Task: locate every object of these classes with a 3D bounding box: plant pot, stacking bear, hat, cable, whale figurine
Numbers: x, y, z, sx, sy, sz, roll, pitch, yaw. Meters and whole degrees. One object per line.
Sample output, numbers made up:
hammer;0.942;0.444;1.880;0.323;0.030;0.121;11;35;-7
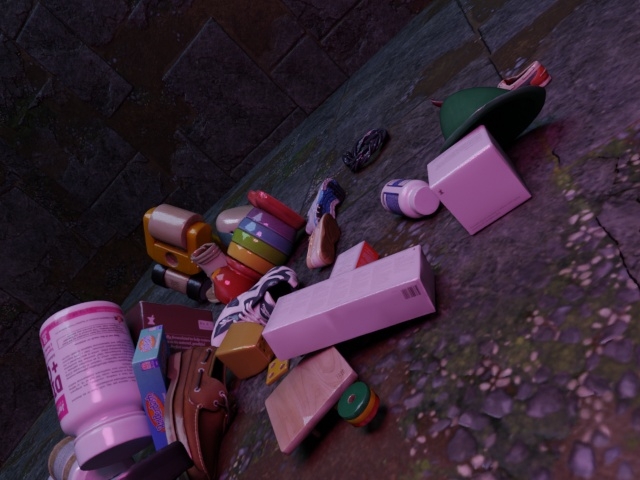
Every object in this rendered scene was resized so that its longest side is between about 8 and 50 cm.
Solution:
plant pot;-0.129;0.202;0.932;0.083;0.081;0.081;-19;30;33
stacking bear;-0.173;0.037;1.258;0.289;0.164;0.175;-60;19;-5
hat;0.222;-0.233;0.797;0.173;0.183;0.208;-12;-25;-32
cable;0.131;-0.256;1.386;0.150;0.047;0.184;-40;16;6
whale figurine;-0.215;-0.042;1.590;0.216;0.141;0.272;0;16;19

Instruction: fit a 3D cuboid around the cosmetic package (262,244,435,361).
cosmetic package;0.041;0.091;0.704;0.239;0.060;0.099;-22;21;21

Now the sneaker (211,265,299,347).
sneaker;-0.128;0.150;1.006;0.235;0.094;0.153;-39;8;-10

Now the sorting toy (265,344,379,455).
sorting toy;-0.009;0.211;0.683;0.132;0.046;0.274;-48;18;-4

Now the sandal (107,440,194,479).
sandal;-0.291;0.409;0.715;0.168;0.107;0.446;-21;-18;-39

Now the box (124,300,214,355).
box;-0.439;0.295;1.203;0.381;0.191;0.143;-37;54;31

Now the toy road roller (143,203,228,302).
toy road roller;-0.411;0.017;1.613;0.240;0.203;0.329;-47;-33;-49

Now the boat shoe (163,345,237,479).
boat shoe;-0.202;0.284;0.857;0.105;0.110;0.307;-17;33;-8

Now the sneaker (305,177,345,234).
sneaker;0.002;-0.086;1.266;0.083;0.071;0.190;-39;18;41

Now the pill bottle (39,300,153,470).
pill bottle;-0.426;0.274;0.956;0.160;0.160;0.283;-40;63;21

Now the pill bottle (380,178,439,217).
pill bottle;0.160;-0.075;0.878;0.067;0.067;0.120;-48;18;-5

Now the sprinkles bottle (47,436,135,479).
sprinkles bottle;-0.508;0.498;1.082;0.355;0.121;0.121;-22;30;52

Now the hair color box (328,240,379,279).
hair color box;0.050;0.070;0.857;0.072;0.043;0.141;-32;22;39

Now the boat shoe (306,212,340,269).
boat shoe;0.000;0.000;1.090;0.059;0.063;0.170;-30;24;27

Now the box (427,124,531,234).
box;0.222;-0.086;0.705;0.101;0.102;0.087;-37;18;26

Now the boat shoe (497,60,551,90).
boat shoe;0.358;-0.286;0.921;0.137;0.043;0.049;-18;35;59

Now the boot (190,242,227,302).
boot;-0.307;0.092;1.419;0.213;0.165;0.077;-25;27;45

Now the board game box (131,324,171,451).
board game box;-0.302;0.288;0.944;0.047;0.210;0.160;-12;13;-11

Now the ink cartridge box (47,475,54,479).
ink cartridge box;-0.647;0.633;1.209;0.104;0.060;0.180;-41;18;15
